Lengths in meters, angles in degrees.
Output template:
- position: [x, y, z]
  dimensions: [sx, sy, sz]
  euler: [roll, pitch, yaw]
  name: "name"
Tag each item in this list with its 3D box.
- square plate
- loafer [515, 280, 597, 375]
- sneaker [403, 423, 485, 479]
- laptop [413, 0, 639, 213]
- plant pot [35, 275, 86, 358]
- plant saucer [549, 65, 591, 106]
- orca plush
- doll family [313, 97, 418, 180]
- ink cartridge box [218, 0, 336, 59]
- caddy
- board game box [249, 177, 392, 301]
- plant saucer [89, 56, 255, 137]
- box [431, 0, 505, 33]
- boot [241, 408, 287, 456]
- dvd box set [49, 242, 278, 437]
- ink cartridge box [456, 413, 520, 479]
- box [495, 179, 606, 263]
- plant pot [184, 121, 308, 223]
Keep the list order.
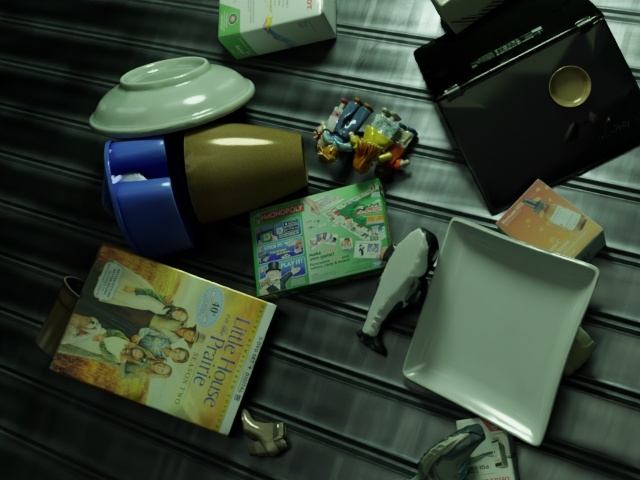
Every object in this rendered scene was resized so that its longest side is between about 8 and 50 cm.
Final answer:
- position: [0.341, 0.165, 1.720]
  dimensions: [0.344, 0.049, 0.347]
  euler: [23, 100, 43]
  name: "square plate"
- position: [0.448, 0.134, 1.743]
  dimensions: [0.092, 0.102, 0.268]
  euler: [-24, 62, 3]
  name: "loafer"
- position: [0.237, 0.457, 1.668]
  dimensions: [0.122, 0.110, 0.283]
  euler: [48, 123, 26]
  name: "sneaker"
- position: [0.454, -0.333, 1.960]
  dimensions: [0.382, 0.236, 0.408]
  euler: [-26, 35, 11]
  name: "laptop"
- position: [-0.574, 0.197, 2.103]
  dimensions: [0.167, 0.167, 0.165]
  euler: [38, 95, 29]
  name: "plant pot"
- position: [0.511, -0.315, 1.832]
  dimensions: [0.083, 0.015, 0.083]
  euler: [1, 96, 9]
  name: "plant saucer"
- position: [0.186, 0.108, 1.856]
  dimensions: [0.151, 0.102, 0.287]
  euler: [36, 110, 59]
  name: "orca plush"
- position: [0.078, -0.232, 2.015]
  dimensions: [0.263, 0.118, 0.163]
  euler: [27, 81, 29]
  name: "doll family"
- position: [-0.105, -0.586, 2.223]
  dimensions: [0.278, 0.117, 0.201]
  euler: [-8, 68, 20]
  name: "ink cartridge box"
- position: [-0.407, -0.092, 2.050]
  dimensions: [0.179, 0.341, 0.241]
  euler: [-13, 65, -2]
  name: "caddy"
- position: [0.000, 0.000, 2.001]
  dimensions: [0.317, 0.046, 0.213]
  euler: [-14, 66, 17]
  name: "board game box"
- position: [-0.358, -0.357, 2.114]
  dimensions: [0.400, 0.100, 0.400]
  euler: [-9, 24, 4]
  name: "plant saucer"
- position: [0.385, -0.598, 2.028]
  dimensions: [0.275, 0.094, 0.113]
  euler: [-33, 39, 9]
  name: "box"
- position: [-0.118, 0.404, 1.904]
  dimensions: [0.087, 0.042, 0.118]
  euler: [-19, 66, 7]
  name: "boot"
- position: [-0.340, 0.216, 1.963]
  dimensions: [0.420, 0.062, 0.307]
  euler: [20, 79, 5]
  name: "dvd box set"
- position: [0.321, 0.409, 1.711]
  dimensions: [0.099, 0.056, 0.135]
  euler: [-13, 66, 17]
  name: "ink cartridge box"
- position: [0.462, -0.014, 1.794]
  dimensions: [0.130, 0.091, 0.170]
  euler: [-47, 61, 0]
  name: "box"
- position: [-0.161, -0.170, 2.050]
  dimensions: [0.254, 0.237, 0.237]
  euler: [-7, 67, 3]
  name: "plant pot"
